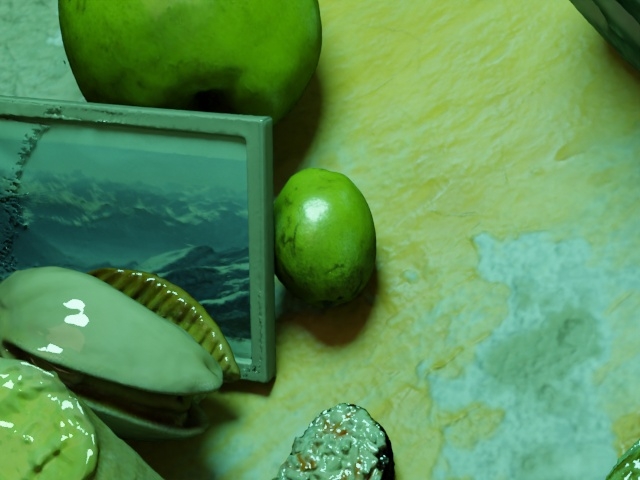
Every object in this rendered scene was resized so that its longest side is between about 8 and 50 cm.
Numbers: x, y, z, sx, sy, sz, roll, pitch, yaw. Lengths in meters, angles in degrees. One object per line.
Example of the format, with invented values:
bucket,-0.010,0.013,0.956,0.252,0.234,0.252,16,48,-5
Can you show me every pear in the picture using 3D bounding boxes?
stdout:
pear,-0.128,-0.225,1.553,0.253,0.253,0.307,-16,54,12
pear,0.000,0.000,1.454,0.107,0.107,0.131,-7,71,18

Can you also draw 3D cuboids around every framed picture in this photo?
framed picture,-0.195,-0.007,1.486,0.335,0.022,0.247,7,108,25

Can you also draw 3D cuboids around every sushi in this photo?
sushi,0.008,0.214,1.341,0.090,0.078,0.150,22,70,30

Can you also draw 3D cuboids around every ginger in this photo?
ginger,-0.168,0.229,1.288,0.126,0.354,0.190,-47,13,-19

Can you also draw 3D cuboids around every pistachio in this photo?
pistachio,-0.192,0.098,1.368,0.223,0.152,0.126,23,105,10

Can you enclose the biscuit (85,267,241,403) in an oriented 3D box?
biscuit,-0.190,0.112,1.475,0.228,0.031,0.176,-32,80,27

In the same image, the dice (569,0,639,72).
dice,0.365,-0.292,1.311,0.330,0.348,0.328,-44,71,5

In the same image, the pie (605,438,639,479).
pie,0.344,0.232,1.207,0.323,0.070,0.323,-10,57,16
